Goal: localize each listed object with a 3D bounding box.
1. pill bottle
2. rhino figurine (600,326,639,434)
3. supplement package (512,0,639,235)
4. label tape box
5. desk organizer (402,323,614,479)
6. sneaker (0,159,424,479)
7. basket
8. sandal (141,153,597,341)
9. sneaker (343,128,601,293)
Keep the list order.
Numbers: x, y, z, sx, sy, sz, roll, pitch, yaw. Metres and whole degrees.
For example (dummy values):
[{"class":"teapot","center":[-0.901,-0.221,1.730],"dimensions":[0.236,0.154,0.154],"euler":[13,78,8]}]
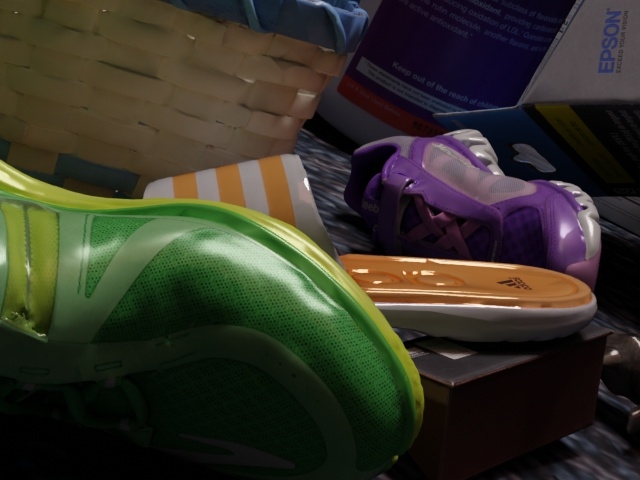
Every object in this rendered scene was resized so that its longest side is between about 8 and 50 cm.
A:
[{"class":"pill bottle","center":[0.125,-0.226,0.998],"dimensions":[0.181,0.323,0.181],"euler":[24,23,-11]},{"class":"rhino figurine","center":[0.238,0.088,0.654],"dimensions":[0.243,0.073,0.106],"euler":[17,16,-10]},{"class":"supplement package","center":[0.330,-0.160,1.158],"dimensions":[0.198,0.262,0.199],"euler":[30,20,24]},{"class":"label tape box","center":[0.287,-0.107,0.901],"dimensions":[0.334,0.106,0.241],"euler":[3,-12,29]},{"class":"desk organizer","center":[0.079,0.069,0.553],"dimensions":[0.047,0.050,0.130],"euler":[18,18,40]},{"class":"sneaker","center":[-0.111,0.030,0.411],"dimensions":[0.296,0.109,0.123],"euler":[21,37,1]},{"class":"basket","center":[-0.093,-0.159,0.630],"dimensions":[0.255,0.289,0.201],"euler":[17,18,-18]},{"class":"sandal","center":[-0.001,-0.002,0.547],"dimensions":[0.265,0.076,0.102],"euler":[1,11,-12]},{"class":"sneaker","center":[0.083,-0.010,0.744],"dimensions":[0.105,0.095,0.236],"euler":[7,17,-23]}]
